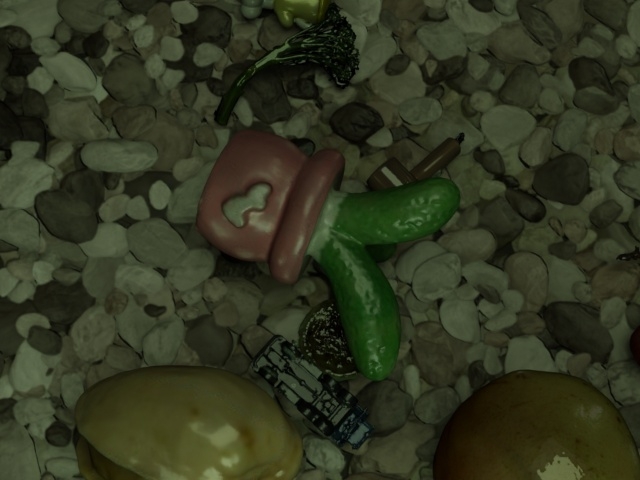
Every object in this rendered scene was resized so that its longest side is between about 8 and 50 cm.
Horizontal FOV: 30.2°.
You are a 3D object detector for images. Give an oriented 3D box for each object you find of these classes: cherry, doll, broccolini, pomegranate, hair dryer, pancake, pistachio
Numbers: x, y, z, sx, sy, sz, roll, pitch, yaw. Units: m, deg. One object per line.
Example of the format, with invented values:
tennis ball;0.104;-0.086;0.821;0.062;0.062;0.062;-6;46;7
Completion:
cherry;0.509;0.124;1.830;0.107;0.090;0.226;-29;74;-2
doll;-0.058;-0.395;1.927;0.162;0.062;0.106;9;75;-5
broccolini;-0.047;-0.255;1.898;0.271;0.062;0.123;-37;94;-3
pomegranate;0.309;0.342;1.646;0.319;0.319;0.319;2;74;-5
hair dryer;0.172;-0.109;1.875;0.181;0.064;0.117;-42;83;-20
pancake;0.025;0.153;1.805;0.116;0.022;0.130;-23;73;-12
pistachio;-0.183;0.279;1.650;0.321;0.229;0.238;7;32;1

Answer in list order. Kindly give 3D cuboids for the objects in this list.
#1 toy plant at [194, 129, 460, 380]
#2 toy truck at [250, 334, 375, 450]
toy plant;-0.005;-0.002;1.759;0.356;0.210;0.317;23;97;0
toy truck;-0.007;0.225;1.747;0.201;0.088;0.074;40;83;9
